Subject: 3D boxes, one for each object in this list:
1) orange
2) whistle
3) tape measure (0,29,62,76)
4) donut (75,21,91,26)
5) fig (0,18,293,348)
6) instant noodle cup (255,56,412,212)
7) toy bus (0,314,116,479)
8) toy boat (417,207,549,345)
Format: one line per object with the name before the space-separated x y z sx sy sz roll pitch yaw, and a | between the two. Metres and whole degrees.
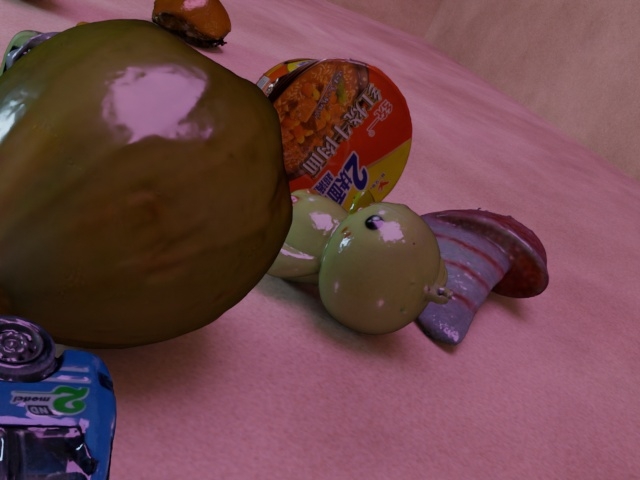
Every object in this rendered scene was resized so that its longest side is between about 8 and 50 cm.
orange | -0.260 -0.462 1.558 0.170 0.112 0.160 16 20 -51
whistle | 0.004 -0.008 0.777 0.294 0.141 0.141 33 23 21
tape measure | -0.281 -0.185 0.893 0.175 0.106 0.200 24 13 -4
donut | -0.352 -0.317 1.213 0.097 0.043 0.108 22 18 -10
fig | -0.155 -0.033 0.553 0.239 0.239 0.271 34 39 20
instant noodle cup | -0.006 -0.151 1.016 0.213 0.213 0.174 16 16 -23
toy bus | -0.211 0.109 0.314 0.246 0.114 0.134 9 31 -31
toy boat | 0.165 0.043 0.932 0.206 0.096 0.282 25 34 17
